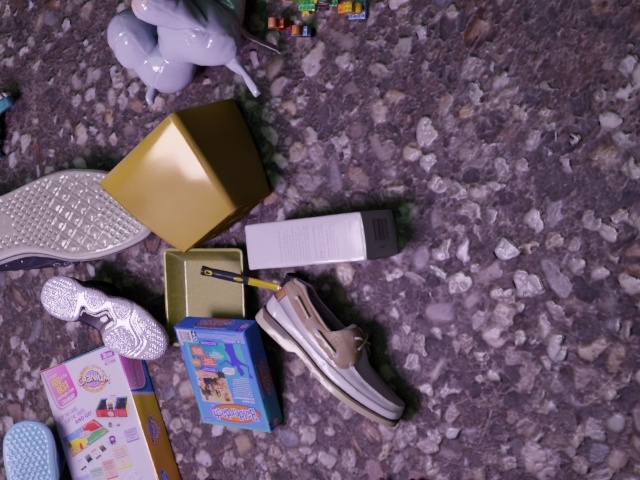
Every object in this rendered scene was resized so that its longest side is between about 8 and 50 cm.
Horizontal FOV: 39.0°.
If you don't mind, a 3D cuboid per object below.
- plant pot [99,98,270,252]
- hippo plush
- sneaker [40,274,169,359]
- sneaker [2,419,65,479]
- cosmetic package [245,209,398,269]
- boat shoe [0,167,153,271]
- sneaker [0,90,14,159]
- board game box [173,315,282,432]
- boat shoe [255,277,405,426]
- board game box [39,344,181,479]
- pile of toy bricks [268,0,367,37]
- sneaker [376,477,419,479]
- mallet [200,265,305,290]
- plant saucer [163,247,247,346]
[{"bbox_3d":[-0.218,-0.105,1.604,0.212,0.212,0.187,-37,87,28],"label":"plant pot"},{"bbox_3d":[-0.244,-0.381,1.622,0.294,0.234,0.237,38,142,-21],"label":"hippo plush"},{"bbox_3d":[-0.403,0.144,1.773,0.269,0.153,0.101,26,93,6],"label":"sneaker"},{"bbox_3d":[-0.581,0.529,1.875,0.127,0.208,0.318,-1,82,-9],"label":"sneaker"},{"bbox_3d":[0.000,0.000,1.522,0.231,0.117,0.085,-8,89,32],"label":"cosmetic package"},{"bbox_3d":[-0.537,-0.032,1.831,0.500,0.156,0.186,-11,83,20],"label":"boat shoe"},{"bbox_3d":[-0.735,-0.219,1.978,0.110,0.107,0.275,44,121,0],"label":"sneaker"},{"bbox_3d":[-0.167,0.243,1.646,0.160,0.047,0.210,1,114,31],"label":"board game box"},{"bbox_3d":[0.032,0.186,1.518,0.302,0.113,0.103,40,97,10],"label":"boat shoe"},{"bbox_3d":[-0.431,0.381,1.845,0.242,0.064,0.316,-22,82,31],"label":"board game box"},{"bbox_3d":[-0.023,-0.405,1.509,0.212,0.105,0.118,5,97,31],"label":"pile of toy bricks"},{"bbox_3d":[0.166,0.430,1.486,0.188,0.066,0.071,-7,89,31],"label":"sneaker"},{"bbox_3d":[-0.122,0.083,1.613,0.190,0.039,0.062,5,100,7],"label":"mallet"},{"bbox_3d":[-0.207,0.106,1.698,0.188,0.045,0.188,0,94,31],"label":"plant saucer"}]
